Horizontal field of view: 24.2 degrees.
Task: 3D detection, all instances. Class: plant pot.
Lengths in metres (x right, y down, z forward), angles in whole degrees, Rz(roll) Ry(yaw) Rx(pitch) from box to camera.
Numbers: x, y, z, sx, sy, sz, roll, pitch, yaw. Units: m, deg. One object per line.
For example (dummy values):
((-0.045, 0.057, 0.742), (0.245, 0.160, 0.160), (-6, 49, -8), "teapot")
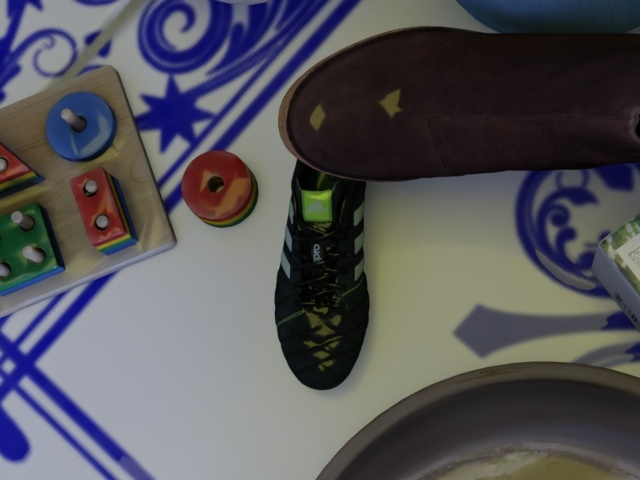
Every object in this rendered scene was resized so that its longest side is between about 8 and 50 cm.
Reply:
((0.107, 0.204, 0.739), (0.323, 0.280, 0.323), (-2, 77, 11), "plant pot")

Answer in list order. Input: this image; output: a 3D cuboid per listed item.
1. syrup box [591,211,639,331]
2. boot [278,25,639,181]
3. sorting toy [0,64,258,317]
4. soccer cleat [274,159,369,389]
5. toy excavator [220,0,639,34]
((0.277, -0.025, 0.853), (0.237, 0.096, 0.093), (-37, 77, 0), "syrup box")
((0.117, -0.075, 0.804), (0.248, 0.207, 0.090), (-7, 98, -15), "boot")
((-0.186, -0.033, 0.963), (0.274, 0.046, 0.132), (-22, 75, 5), "sorting toy")
((0.000, 0.000, 0.908), (0.060, 0.072, 0.179), (2, 78, 10), "soccer cleat")
((0.063, -0.229, 0.889), (0.445, 0.222, 0.433), (-42, 70, 7), "toy excavator")
